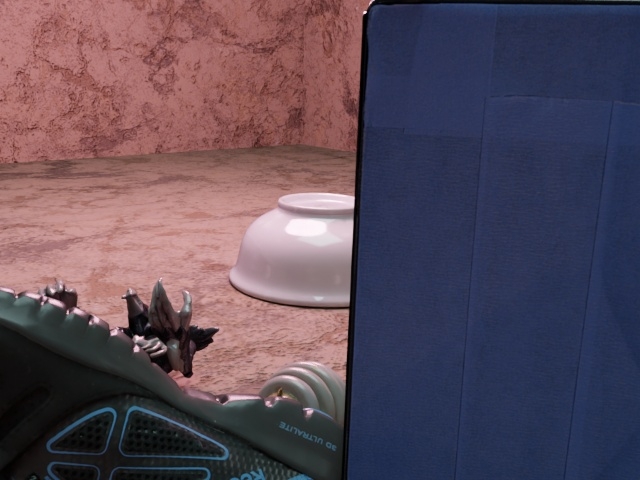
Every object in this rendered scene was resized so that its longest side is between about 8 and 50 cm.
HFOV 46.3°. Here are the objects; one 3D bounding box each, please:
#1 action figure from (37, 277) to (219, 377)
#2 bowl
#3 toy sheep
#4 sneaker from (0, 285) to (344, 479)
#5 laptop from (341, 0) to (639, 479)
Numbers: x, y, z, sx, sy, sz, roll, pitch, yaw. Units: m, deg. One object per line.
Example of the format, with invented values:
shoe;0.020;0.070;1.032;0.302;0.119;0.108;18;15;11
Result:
action figure;-0.197;0.102;0.740;0.164;0.141;0.275;-9;14;4
bowl;0.000;0.000;1.206;0.298;0.134;0.298;1;14;0
toy sheep;-0.011;0.152;0.683;0.091;0.091;0.132;8;1;23
sneaker;-0.135;0.130;0.428;0.341;0.125;0.139;21;52;-13
laptop;0.189;0.104;0.272;0.236;0.382;0.408;-3;15;-18
